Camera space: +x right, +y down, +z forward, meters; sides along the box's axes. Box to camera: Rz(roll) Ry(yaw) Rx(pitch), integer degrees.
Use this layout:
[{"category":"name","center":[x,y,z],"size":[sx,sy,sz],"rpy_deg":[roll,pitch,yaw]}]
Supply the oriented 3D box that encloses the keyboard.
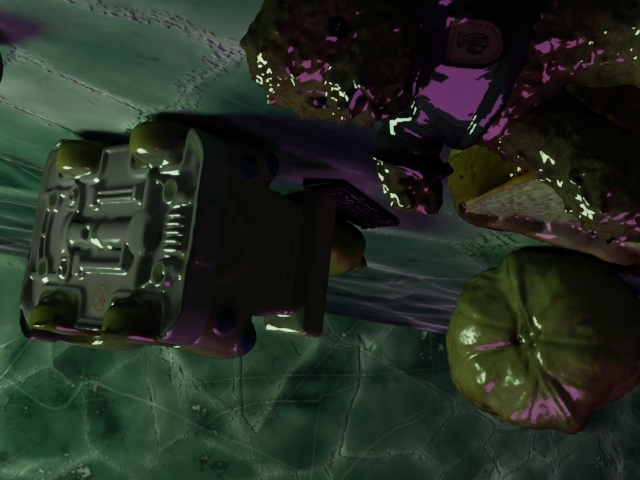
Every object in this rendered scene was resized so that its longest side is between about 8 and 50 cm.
[{"category":"keyboard","center":[0.043,-0.044,0.996],"size":[0.060,0.018,0.195],"rpy_deg":[1,168,27]}]

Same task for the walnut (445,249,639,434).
[{"category":"walnut","center":[0.323,0.147,1.123],"size":[0.253,0.282,0.277],"rpy_deg":[49,-176,27]}]

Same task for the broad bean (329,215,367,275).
[{"category":"broad bean","center":[0.000,0.000,1.050],"size":[0.124,0.082,0.174],"rpy_deg":[32,-176,26]}]

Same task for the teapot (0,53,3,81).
[{"category":"teapot","center":[-0.299,-0.148,0.619],"size":[0.088,0.066,0.057],"rpy_deg":[38,176,-24]}]

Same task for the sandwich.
[{"category":"sandwich","center":[0.227,-0.053,0.569],"size":[0.226,0.087,0.251],"rpy_deg":[9,168,-11]}]

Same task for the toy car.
[{"category":"toy car","center":[-0.174,0.010,0.882],"size":[0.226,0.242,0.336],"rpy_deg":[15,167,-43]}]

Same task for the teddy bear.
[{"category":"teddy bear","center":[0.084,-0.089,0.416],"size":[0.251,0.182,0.129],"rpy_deg":[17,-150,9]}]

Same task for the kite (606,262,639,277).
[{"category":"kite","center":[0.454,0.045,1.146],"size":[0.222,0.008,0.125],"rpy_deg":[17,167,-40]}]
